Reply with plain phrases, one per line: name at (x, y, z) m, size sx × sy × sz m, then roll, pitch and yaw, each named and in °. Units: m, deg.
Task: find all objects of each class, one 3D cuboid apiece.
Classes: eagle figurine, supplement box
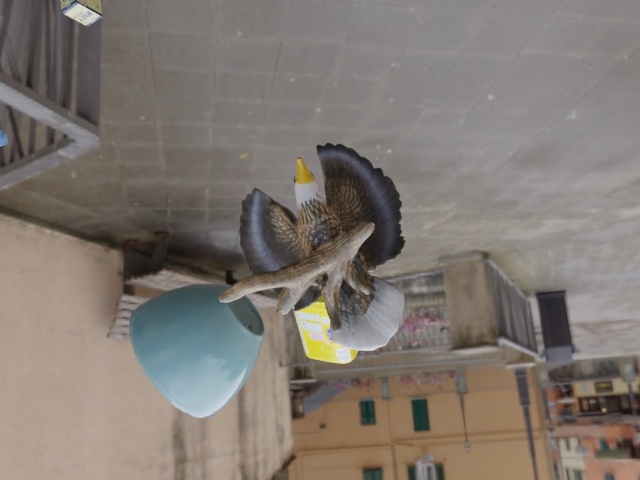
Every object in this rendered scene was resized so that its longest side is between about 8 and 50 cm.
eagle figurine at (0.001, -0.011, 0.848) m, size 0.227 × 0.225 × 0.298 m, roll 15°, pitch -168°, yaw -7°
supplement box at (-0.611, -0.610, 1.620) m, size 0.056 × 0.083 × 0.083 m, roll -20°, pitch 162°, yaw 27°

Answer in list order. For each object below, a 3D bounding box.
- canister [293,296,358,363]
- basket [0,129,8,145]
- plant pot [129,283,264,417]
canister at (0.008, 0.170, 1.328) m, size 0.126 × 0.073 × 0.169 m, roll 5°, pitch 125°, yaw 26°
basket at (-0.876, -0.228, 1.402) m, size 0.289 × 0.200 × 0.255 m, roll -21°, pitch -150°, yaw -35°
plant pot at (-0.238, 0.205, 1.377) m, size 0.195 × 0.290 × 0.290 m, roll -37°, pitch 156°, yaw 11°
